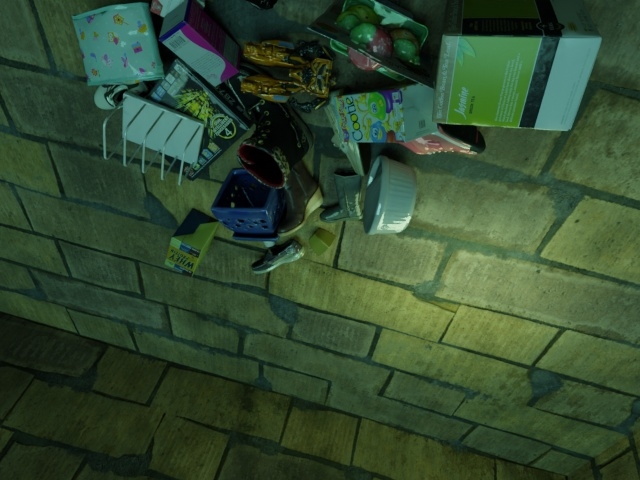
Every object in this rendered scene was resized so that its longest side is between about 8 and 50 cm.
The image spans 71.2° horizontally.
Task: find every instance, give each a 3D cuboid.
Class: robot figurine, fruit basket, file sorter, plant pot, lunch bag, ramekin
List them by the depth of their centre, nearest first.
[{"bbox_3d":[0.149,-0.515,1.143,0.326,0.353,0.166,25,120,-4],"label":"fruit basket"},{"bbox_3d":[-0.090,-0.502,1.354,0.290,0.085,0.211,6,105,-5],"label":"robot figurine"},{"bbox_3d":[-0.614,-0.610,1.406,0.262,0.160,0.224,1,110,22],"label":"lunch bag"},{"bbox_3d":[-0.567,-0.334,1.527,0.277,0.173,0.193,20,138,-9],"label":"file sorter"},{"bbox_3d":[0.236,-0.148,1.530,0.127,0.273,0.273,8,135,-5],"label":"ramekin"},{"bbox_3d":[-0.248,-0.128,1.732,0.235,0.236,0.212,1,139,20],"label":"plant pot"},{"bbox_3d":[0.000,0.000,1.871,0.083,0.081,0.081,42,132,-7],"label":"plant pot"}]

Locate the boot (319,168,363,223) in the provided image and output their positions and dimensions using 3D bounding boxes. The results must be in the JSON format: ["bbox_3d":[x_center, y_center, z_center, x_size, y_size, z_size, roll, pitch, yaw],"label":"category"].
[{"bbox_3d":[0.072,-0.167,1.689,0.189,0.076,0.209,-9,137,7],"label":"boot"}]

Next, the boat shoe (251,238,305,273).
[{"bbox_3d":[-0.200,0.065,1.987,0.285,0.103,0.092,-20,118,28],"label":"boat shoe"}]

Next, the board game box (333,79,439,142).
[{"bbox_3d":[0.184,-0.371,1.302,0.275,0.144,0.142,15,123,51],"label":"board game box"}]

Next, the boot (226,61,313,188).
[{"bbox_3d":[-0.191,-0.366,1.440,0.138,0.284,0.377,-22,121,34],"label":"boot"}]

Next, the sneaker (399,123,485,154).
[{"bbox_3d":[0.365,-0.331,1.431,0.313,0.116,0.136,21,146,8],"label":"sneaker"}]

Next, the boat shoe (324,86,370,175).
[{"bbox_3d":[0.088,-0.353,1.491,0.098,0.109,0.303,-4,125,29],"label":"boat shoe"}]

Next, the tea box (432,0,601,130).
[{"bbox_3d":[0.457,-0.455,1.108,0.323,0.329,0.220,8,134,13],"label":"tea box"}]

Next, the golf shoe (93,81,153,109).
[{"bbox_3d":[-0.728,-0.522,1.595,0.272,0.120,0.105,-10,130,28],"label":"golf shoe"}]

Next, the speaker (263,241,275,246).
[{"bbox_3d":[-0.241,-0.037,1.930,0.055,0.055,0.136,-5,130,23],"label":"speaker"}]

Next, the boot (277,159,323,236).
[{"bbox_3d":[-0.112,-0.160,1.657,0.090,0.248,0.207,12,141,52],"label":"boot"}]

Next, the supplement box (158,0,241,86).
[{"bbox_3d":[-0.356,-0.592,1.353,0.111,0.114,0.220,-17,147,30],"label":"supplement box"}]

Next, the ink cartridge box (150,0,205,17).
[{"bbox_3d":[-0.422,-0.706,1.329,0.135,0.056,0.099,15,140,-29],"label":"ink cartridge box"}]

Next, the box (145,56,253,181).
[{"bbox_3d":[-0.468,-0.428,1.609,0.394,0.097,0.318,-28,117,38],"label":"box"}]

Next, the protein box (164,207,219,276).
[{"bbox_3d":[-0.569,0.010,1.983,0.135,0.200,0.201,27,135,-7],"label":"protein box"}]

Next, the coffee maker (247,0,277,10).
[{"bbox_3d":[-0.202,-0.711,1.200,0.178,0.171,0.120,20,108,-4],"label":"coffee maker"}]
